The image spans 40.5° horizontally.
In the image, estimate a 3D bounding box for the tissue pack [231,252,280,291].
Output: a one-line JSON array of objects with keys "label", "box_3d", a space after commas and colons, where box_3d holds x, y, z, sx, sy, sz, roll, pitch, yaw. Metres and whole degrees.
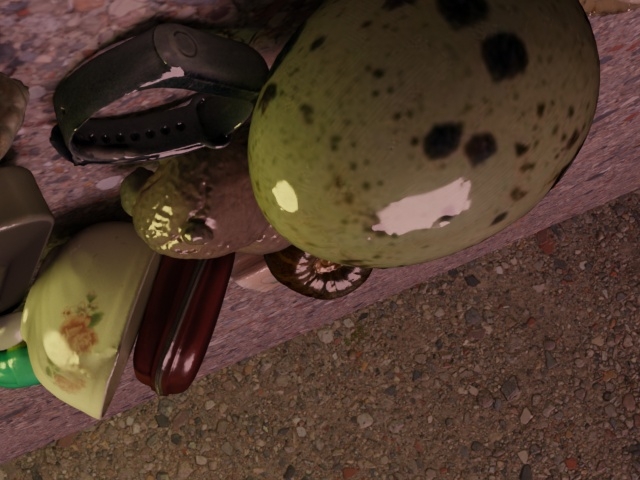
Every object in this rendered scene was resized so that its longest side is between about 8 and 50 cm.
[{"label": "tissue pack", "box_3d": [-0.012, -0.003, 1.679, 0.325, 0.071, 0.170, -29, 164, 13]}]

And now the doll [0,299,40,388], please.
[{"label": "doll", "box_3d": [-0.480, 0.152, 1.315, 0.258, 0.153, 0.195, -11, 177, -23]}]

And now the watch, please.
[{"label": "watch", "box_3d": [-0.158, -0.138, 0.875, 0.193, 0.068, 0.206, -29, 164, 36]}]

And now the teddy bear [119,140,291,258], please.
[{"label": "teddy bear", "box_3d": [-0.112, -0.057, 1.089, 0.236, 0.151, 0.267, -42, 162, 33]}]

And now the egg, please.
[{"label": "egg", "box_3d": [0.099, -0.130, 0.853, 0.379, 0.288, 0.287, -27, 169, -19]}]

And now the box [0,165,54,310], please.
[{"label": "box", "box_3d": [-0.489, 0.066, 0.933, 0.373, 0.091, 0.367, -23, 171, -29]}]

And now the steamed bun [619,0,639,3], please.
[{"label": "steamed bun", "box_3d": [0.385, -0.333, 0.958, 0.182, 0.106, 0.183, -31, 165, -9]}]

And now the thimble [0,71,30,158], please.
[{"label": "thimble", "box_3d": [-0.329, -0.071, 0.675, 0.143, 0.137, 0.190, -38, 176, 41]}]

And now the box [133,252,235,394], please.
[{"label": "box", "box_3d": [-0.222, 0.121, 1.408, 0.108, 0.263, 0.404, 19, 165, -6]}]

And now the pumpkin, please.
[{"label": "pumpkin", "box_3d": [0.000, 0.000, 1.515, 0.218, 0.162, 0.219, -8, 138, -7]}]

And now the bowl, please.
[{"label": "bowl", "box_3d": [-0.315, 0.091, 1.184, 0.145, 0.277, 0.277, 20, 159, -4]}]

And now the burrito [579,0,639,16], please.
[{"label": "burrito", "box_3d": [0.355, -0.320, 1.122, 0.229, 0.063, 0.058, -14, -155, -14]}]
